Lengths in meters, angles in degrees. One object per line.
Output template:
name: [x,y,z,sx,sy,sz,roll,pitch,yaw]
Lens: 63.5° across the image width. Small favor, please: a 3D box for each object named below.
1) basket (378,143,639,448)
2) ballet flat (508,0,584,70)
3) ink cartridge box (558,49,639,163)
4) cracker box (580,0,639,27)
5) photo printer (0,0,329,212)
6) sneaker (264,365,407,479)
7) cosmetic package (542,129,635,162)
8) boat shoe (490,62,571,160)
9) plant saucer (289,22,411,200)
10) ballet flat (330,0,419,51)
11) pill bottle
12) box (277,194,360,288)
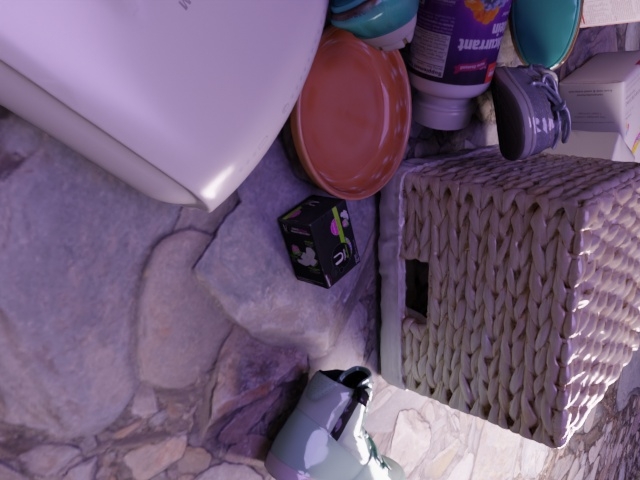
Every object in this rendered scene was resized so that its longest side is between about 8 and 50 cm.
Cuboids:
basket: [0.278,0.045,0.731,0.331,0.266,0.328,-17,112,-42]
ballet flat: [0.340,-0.446,0.811,0.342,0.116,0.124,66,28,-28]
ink cartridge box: [0.634,-0.236,1.141,0.226,0.131,0.306,-38,123,-35]
cracker box: [0.498,-0.442,0.871,0.067,0.232,0.156,43,68,-44]
photo printer: [-0.126,-0.182,0.361,0.307,0.107,0.256,39,71,-44]
sneaker: [0.058,0.248,0.662,0.256,0.094,0.151,34,80,-43]
cosmetic package: [0.499,-0.105,1.011,0.151,0.151,0.184,16,88,-48]
boat shoe: [0.296,-0.194,0.722,0.320,0.103,0.118,-50,128,-64]
plant saucer: [0.034,-0.147,0.592,0.200,0.037,0.200,-13,108,-45]
ballet flat: [0.071,-0.245,0.523,0.087,0.083,0.247,61,30,-36]
pill bottle: [0.166,-0.241,0.638,0.108,0.108,0.193,-31,139,-38]
box: [0.000,0.000,0.579,0.062,0.052,0.083,-38,126,-35]
